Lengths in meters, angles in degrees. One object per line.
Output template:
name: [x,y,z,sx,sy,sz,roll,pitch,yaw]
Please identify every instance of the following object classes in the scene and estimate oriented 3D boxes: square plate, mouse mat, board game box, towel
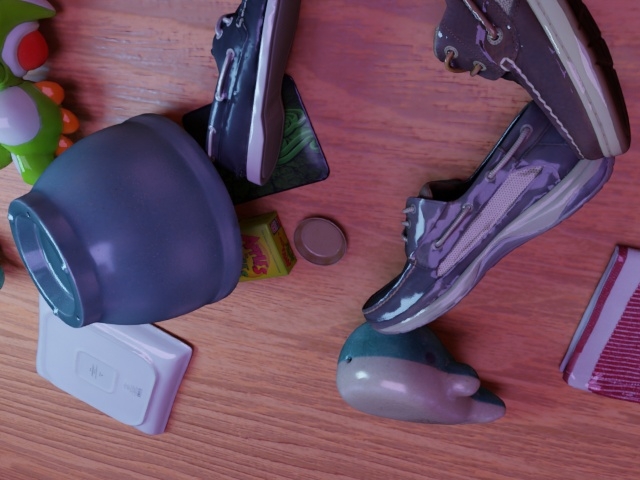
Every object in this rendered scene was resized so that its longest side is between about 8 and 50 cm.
square plate: [-0.468,0.265,1.009,0.344,0.049,0.347,28,125,2]
mouse mat: [-0.094,-0.133,0.666,0.190,0.007,0.152,-13,114,25]
board game box: [-0.139,0.018,0.749,0.181,0.043,0.092,-10,115,24]
towel: [0.514,0.140,0.598,0.329,0.037,0.237,12,122,13]

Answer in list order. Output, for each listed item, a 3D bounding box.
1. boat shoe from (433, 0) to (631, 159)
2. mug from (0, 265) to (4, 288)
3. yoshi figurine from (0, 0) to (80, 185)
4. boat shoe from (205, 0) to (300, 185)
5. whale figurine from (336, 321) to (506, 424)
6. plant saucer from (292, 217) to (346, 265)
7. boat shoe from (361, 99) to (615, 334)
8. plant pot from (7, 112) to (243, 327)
boat shoe: [0.165,-0.213,0.449,0.123,0.123,0.342,-31,94,42]
mug: [-0.704,0.046,0.931,0.129,0.097,0.157,-25,110,29]
yoshi figurine: [-0.488,-0.236,0.644,0.203,0.203,0.362,14,127,30]
boat shoe: [-0.086,-0.209,0.549,0.091,0.114,0.302,17,119,6]
whale figurine: [0.156,0.203,0.720,0.272,0.141,0.216,23,148,-22]
plant saucer: [0.000,0.000,0.706,0.084,0.015,0.083,9,122,14]
boat shoe: [0.168,-0.022,0.582,0.130,0.132,0.355,45,115,2]
plant pot: [-0.275,-0.004,0.632,0.293,0.196,0.293,22,126,33]
